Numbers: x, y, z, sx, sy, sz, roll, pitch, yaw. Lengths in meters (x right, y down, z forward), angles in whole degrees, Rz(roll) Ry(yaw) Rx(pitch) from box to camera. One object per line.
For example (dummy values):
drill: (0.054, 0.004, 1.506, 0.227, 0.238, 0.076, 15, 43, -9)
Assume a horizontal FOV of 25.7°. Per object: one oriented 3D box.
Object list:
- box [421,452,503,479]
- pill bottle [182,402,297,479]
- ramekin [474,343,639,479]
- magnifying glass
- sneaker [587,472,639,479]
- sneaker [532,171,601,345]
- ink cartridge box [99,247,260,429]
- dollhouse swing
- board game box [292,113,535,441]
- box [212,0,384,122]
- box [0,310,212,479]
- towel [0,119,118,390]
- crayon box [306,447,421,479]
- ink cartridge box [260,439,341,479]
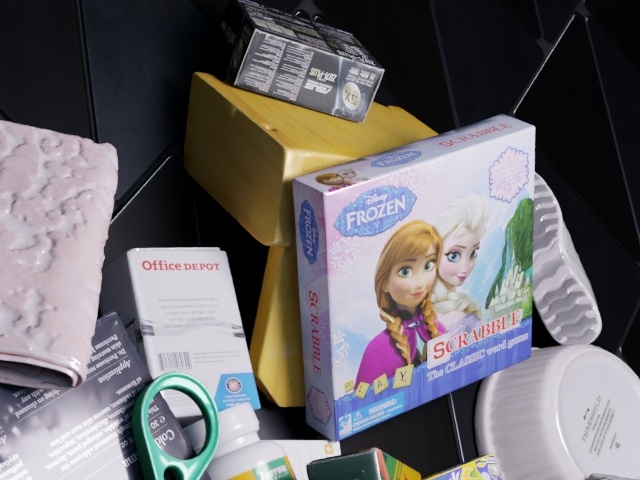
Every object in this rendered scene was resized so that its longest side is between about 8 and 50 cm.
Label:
box: (0.156, 0.319, 1.759, 0.169, 0.054, 0.059, -12, 78, -43)
pill bottle: (-0.074, 0.283, 1.476, 0.117, 0.117, 0.208, -14, 76, -44)
ramekin: (0.346, 0.265, 1.898, 0.272, 0.127, 0.273, 18, 60, -34)
magnifying glass: (-0.141, 0.232, 1.313, 0.092, 0.026, 0.231, 25, 56, -31)
sneaker: (0.372, 0.373, 1.708, 0.132, 0.086, 0.229, 19, 30, -20)
sneaker: (0.323, 0.032, 2.037, 0.115, 0.105, 0.281, 34, 36, -70)
ink cartridge box: (-0.160, 0.111, 1.565, 0.139, 0.082, 0.191, 0, 68, -41)
dollhouse swing: (0.000, 0.000, 1.775, 0.346, 0.305, 0.315, 4, 26, -40)
board game box: (0.119, 0.041, 1.669, 0.318, 0.066, 0.318, -20, 119, -31)
box: (-0.030, -0.230, 1.775, 0.180, 0.078, 0.147, 14, 21, -23)
box: (-0.275, 0.292, 1.310, 0.343, 0.179, 0.313, -30, 90, -45)
towel: (-0.360, -0.015, 1.341, 0.316, 0.053, 0.332, 13, 41, -12)
crayon box: (0.074, 0.348, 1.537, 0.318, 0.081, 0.202, 48, 30, -71)
ink cartridge box: (-0.060, 0.324, 1.570, 0.208, 0.045, 0.206, 6, 65, -33)
